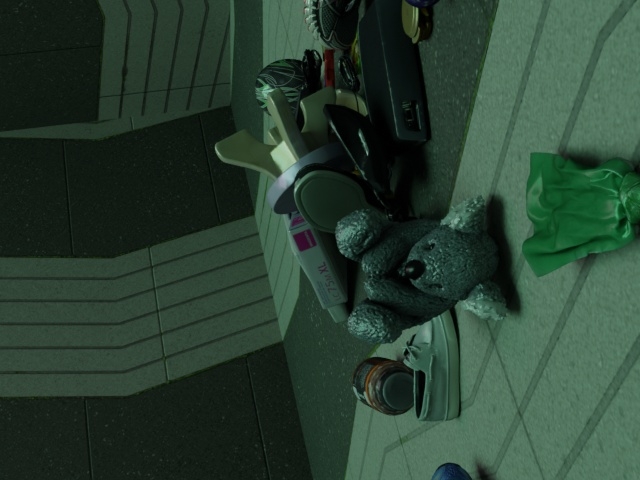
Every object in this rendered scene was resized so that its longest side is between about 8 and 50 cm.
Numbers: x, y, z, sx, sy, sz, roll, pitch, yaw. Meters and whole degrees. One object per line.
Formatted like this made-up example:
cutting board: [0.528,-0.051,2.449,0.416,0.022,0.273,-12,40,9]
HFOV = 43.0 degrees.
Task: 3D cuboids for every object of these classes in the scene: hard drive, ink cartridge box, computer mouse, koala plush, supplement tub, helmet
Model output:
hard drive: [-0.017,0.025,1.986,0.353,0.047,0.233,61,-169,-55]
ink cartridge box: [0.000,0.000,1.736,0.311,0.065,0.185,-80,-32,-69]
computer mouse: [-0.019,-0.250,1.720,0.188,0.072,0.272,99,178,-67]
koala plush: [0.165,0.032,1.132,0.221,0.203,0.196,-21,76,57]
hard drive: [0.116,-0.275,1.360,0.172,0.054,0.254,157,104,-79]
computer mouse: [0.085,-0.243,1.532,0.071,0.041,0.242,133,122,-71]
supplement tub: [0.130,0.284,1.587,0.198,0.106,0.106,155,107,-79]
helmet: [-0.081,-0.382,2.060,0.161,0.170,0.169,-79,-15,-69]
computer mouse: [0.102,-0.120,1.373,0.262,0.060,0.184,61,-170,18]

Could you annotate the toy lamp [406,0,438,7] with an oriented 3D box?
toy lamp: [0.167,-0.341,0.994,0.275,0.080,0.080,-142,44,-75]

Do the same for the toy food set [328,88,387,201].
toy food set: [0.053,-0.139,1.688,0.220,0.092,0.306,136,125,-77]

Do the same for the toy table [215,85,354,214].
toy table: [-0.047,-0.167,1.502,0.160,0.252,0.274,59,158,9]

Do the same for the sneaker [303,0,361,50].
sneaker: [0.045,-0.455,1.416,0.112,0.121,0.299,31,146,22]

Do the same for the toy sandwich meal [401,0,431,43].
toy sandwich meal: [0.146,-0.344,1.229,0.085,0.029,0.085,176,90,-81]

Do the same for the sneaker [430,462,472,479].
sneaker: [0.224,0.505,1.306,0.147,0.130,0.329,-86,-5,-71]

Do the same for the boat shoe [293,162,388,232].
boat shoe: [0.039,-0.070,1.427,0.302,0.114,0.091,35,-156,-54]

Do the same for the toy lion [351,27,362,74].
toy lion: [0.075,-0.373,1.572,0.100,0.034,0.096,100,166,-58]

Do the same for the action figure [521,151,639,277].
action figure: [0.261,-0.032,0.779,0.232,0.064,0.137,167,96,-83]

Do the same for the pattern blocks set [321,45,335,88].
pattern blocks set: [0.014,-0.464,1.686,0.285,0.026,0.324,-103,10,-85]

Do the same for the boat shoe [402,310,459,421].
boat shoe: [0.177,0.195,1.334,0.079,0.081,0.227,-136,39,-73]
